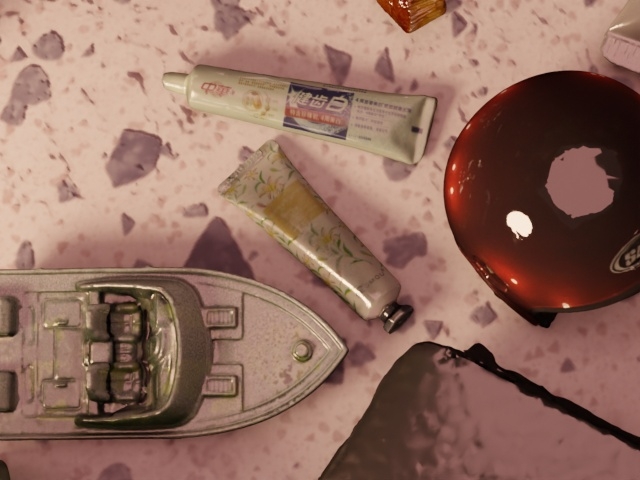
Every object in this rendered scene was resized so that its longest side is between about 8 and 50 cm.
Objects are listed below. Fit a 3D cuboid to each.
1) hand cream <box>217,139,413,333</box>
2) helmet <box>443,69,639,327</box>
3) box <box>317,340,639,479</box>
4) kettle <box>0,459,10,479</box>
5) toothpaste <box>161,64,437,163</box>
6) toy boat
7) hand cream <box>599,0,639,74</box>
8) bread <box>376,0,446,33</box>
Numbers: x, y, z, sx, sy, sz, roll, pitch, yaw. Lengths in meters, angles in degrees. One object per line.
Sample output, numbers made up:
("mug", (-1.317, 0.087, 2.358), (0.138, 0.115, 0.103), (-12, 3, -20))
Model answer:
("hand cream", (0.000, 0.000, 1.446), (0.067, 0.042, 0.194), (-45, 76, -1))
("helmet", (0.196, -0.037, 1.370), (0.189, 0.193, 0.216), (-41, 37, -3))
("box", (0.146, 0.289, 1.346), (0.359, 0.091, 0.350), (28, 94, 8))
("kettle", (-0.315, 0.352, 1.294), (0.247, 0.319, 0.342), (-9, 86, -31))
("toothpaste", (-0.020, -0.114, 1.470), (0.233, 0.038, 0.060), (11, 86, 4))
("toy boat", (-0.136, 0.091, 1.418), (0.320, 0.092, 0.141), (-1, 83, 4))
("hand cream", (0.358, -0.264, 1.432), (0.140, 0.089, 0.314), (27, 89, 10))
("bread", (0.067, -0.215, 1.452), (0.053, 0.085, 0.085), (-23, 80, -1))
